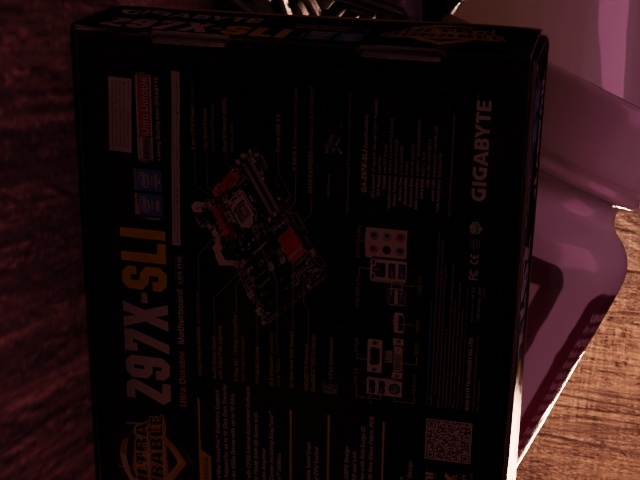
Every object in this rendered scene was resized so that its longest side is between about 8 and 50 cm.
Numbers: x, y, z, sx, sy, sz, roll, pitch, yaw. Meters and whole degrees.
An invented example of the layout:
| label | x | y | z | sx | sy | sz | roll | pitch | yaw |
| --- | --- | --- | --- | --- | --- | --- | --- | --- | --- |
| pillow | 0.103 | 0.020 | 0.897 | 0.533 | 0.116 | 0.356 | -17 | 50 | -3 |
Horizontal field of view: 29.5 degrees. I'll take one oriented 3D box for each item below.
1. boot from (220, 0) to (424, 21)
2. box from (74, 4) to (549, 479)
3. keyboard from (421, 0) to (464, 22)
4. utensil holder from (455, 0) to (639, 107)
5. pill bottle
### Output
| label | x | y | z | sx | sy | sz | roll | pitch | yaw |
| --- | --- | --- | --- | --- | --- | --- | --- | --- | --- |
| boot | 0.049 | -0.357 | 0.966 | 0.367 | 0.146 | 0.445 | 83 | 21 | -83 |
| box | -0.006 | 0.031 | 0.721 | 0.079 | 0.257 | 0.322 | -51 | 144 | -65 |
| keyboard | 0.117 | -0.267 | 1.046 | 0.317 | 0.033 | 0.201 | 150 | -42 | -86 |
| utensil holder | 0.263 | -0.298 | 1.514 | 0.327 | 0.328 | 0.385 | -57 | 149 | -61 |
| pill bottle | 0.085 | 0.049 | 0.905 | 0.392 | 0.224 | 0.224 | -62 | 169 | 11 |
